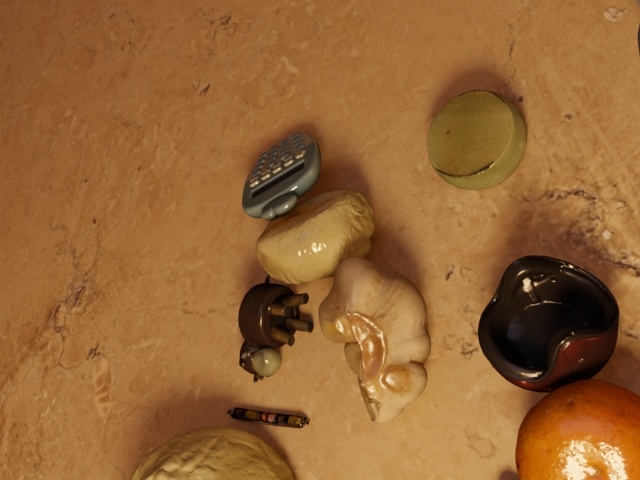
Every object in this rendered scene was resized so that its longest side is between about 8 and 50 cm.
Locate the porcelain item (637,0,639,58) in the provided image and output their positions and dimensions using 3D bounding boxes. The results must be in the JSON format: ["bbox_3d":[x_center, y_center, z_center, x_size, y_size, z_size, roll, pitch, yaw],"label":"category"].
[{"bbox_3d":[0.581,-0.267,1.225,0.242,0.405,0.178,-45,51,10],"label":"porcelain item"}]

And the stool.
[{"bbox_3d":[-0.094,0.176,1.679,0.121,0.125,0.217,9,85,35],"label":"stool"}]

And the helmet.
[{"bbox_3d":[0.355,0.137,1.338,0.216,0.193,0.189,-30,49,6],"label":"helmet"}]

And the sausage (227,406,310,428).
[{"bbox_3d":[-0.104,0.343,1.670,0.198,0.025,0.028,1,73,34],"label":"sausage"}]

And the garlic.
[{"bbox_3d":[0.106,0.160,1.514,0.184,0.203,0.281,-29,91,-7],"label":"garlic"}]

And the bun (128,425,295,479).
[{"bbox_3d":[-0.216,0.504,1.547,0.352,0.227,0.349,18,79,36],"label":"bun"}]

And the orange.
[{"bbox_3d":[0.398,0.310,1.248,0.224,0.170,0.224,3,97,24],"label":"orange"}]

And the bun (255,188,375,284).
[{"bbox_3d":[0.000,0.000,1.660,0.243,0.153,0.244,-24,19,9],"label":"bun"}]

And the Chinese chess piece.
[{"bbox_3d":[0.290,-0.186,1.601,0.188,0.083,0.189,-13,66,31],"label":"Chinese chess piece"}]

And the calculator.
[{"bbox_3d":[-0.080,-0.132,1.780,0.188,0.042,0.303,-28,32,18],"label":"calculator"}]
